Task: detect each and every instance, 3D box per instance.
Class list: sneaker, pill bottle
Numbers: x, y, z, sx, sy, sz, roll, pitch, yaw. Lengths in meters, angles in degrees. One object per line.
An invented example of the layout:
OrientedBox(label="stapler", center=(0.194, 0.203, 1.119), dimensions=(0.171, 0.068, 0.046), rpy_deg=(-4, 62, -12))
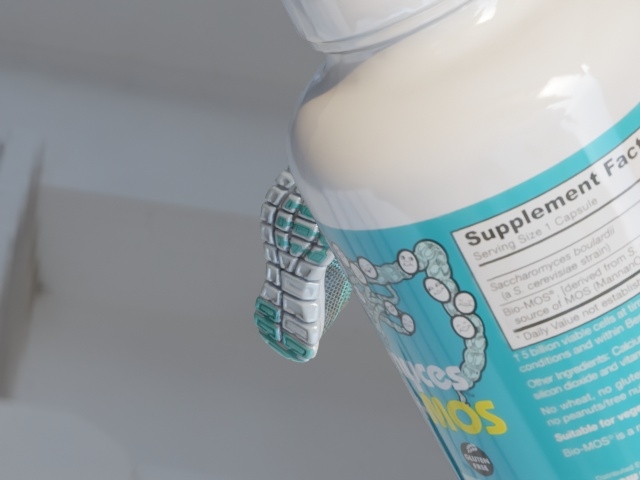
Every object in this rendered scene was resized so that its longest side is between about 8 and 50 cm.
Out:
OrientedBox(label="sneaker", center=(0.000, 0.000, 1.237), dimensions=(0.076, 0.065, 0.166), rpy_deg=(-40, 153, -45))
OrientedBox(label="pill bottle", center=(0.082, -0.004, 0.684), dimensions=(0.264, 0.146, 0.146), rpy_deg=(61, 8, -20))
